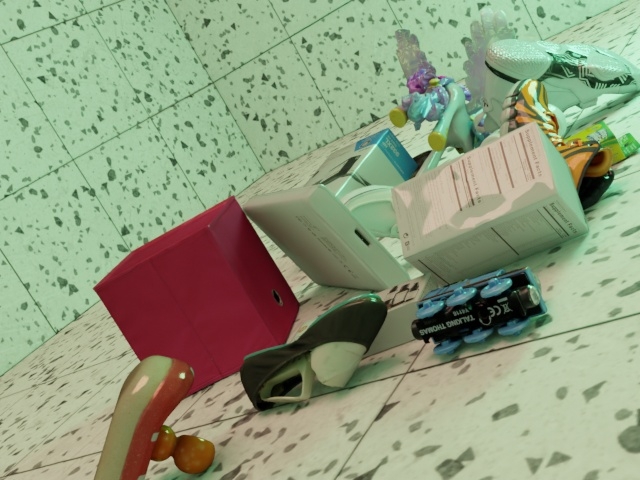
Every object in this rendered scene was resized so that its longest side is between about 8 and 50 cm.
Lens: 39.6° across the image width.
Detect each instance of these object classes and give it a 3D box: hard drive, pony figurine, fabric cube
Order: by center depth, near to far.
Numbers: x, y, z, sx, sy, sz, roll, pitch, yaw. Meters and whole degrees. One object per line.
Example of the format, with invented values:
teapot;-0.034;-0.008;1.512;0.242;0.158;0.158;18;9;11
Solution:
hard drive;0.000;0.000;1.631;0.047;0.233;0.353;-49;16;-16
fabric cube;-0.222;0.104;1.676;0.259;0.258;0.254;-27;10;13
pony figurine;0.297;-0.314;2.032;0.302;0.351;0.363;0;32;37

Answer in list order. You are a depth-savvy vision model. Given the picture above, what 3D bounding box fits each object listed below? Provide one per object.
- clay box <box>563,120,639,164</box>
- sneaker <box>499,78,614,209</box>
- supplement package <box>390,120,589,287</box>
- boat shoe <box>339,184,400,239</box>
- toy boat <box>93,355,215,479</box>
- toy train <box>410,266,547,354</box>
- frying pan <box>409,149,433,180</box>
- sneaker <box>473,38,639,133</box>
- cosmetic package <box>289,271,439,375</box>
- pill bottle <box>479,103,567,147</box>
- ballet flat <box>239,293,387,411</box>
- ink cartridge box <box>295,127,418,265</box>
clay box;0.450;-0.146;1.588;0.222;0.053;0.127;-28;13;16
sneaker;0.395;-0.149;1.467;0.180;0.124;0.321;-11;53;33
supplement package;0.250;-0.046;1.328;0.244;0.139;0.134;-24;54;24
boat shoe;0.158;-0.042;1.602;0.267;0.096;0.088;4;11;-20
toy boat;-0.218;0.278;1.226;0.151;0.151;0.231;-130;57;-78
toy train;0.204;0.085;1.148;0.184;0.080;0.105;-23;7;34
frying pan;0.165;-0.103;2.137;0.326;0.053;0.197;-46;15;-18
sneaker;0.505;-0.309;1.911;0.365;0.210;0.137;2;37;-15
cosmetic package;0.066;0.130;1.342;0.239;0.060;0.099;-24;12;26
pill bottle;0.409;-0.198;1.770;0.186;0.112;0.112;-39;14;-36
ballet flat;-0.005;0.174;1.265;0.280;0.095;0.096;-33;52;37
ink cartridge box;0.052;-0.099;2.067;0.223;0.129;0.307;-18;27;49
